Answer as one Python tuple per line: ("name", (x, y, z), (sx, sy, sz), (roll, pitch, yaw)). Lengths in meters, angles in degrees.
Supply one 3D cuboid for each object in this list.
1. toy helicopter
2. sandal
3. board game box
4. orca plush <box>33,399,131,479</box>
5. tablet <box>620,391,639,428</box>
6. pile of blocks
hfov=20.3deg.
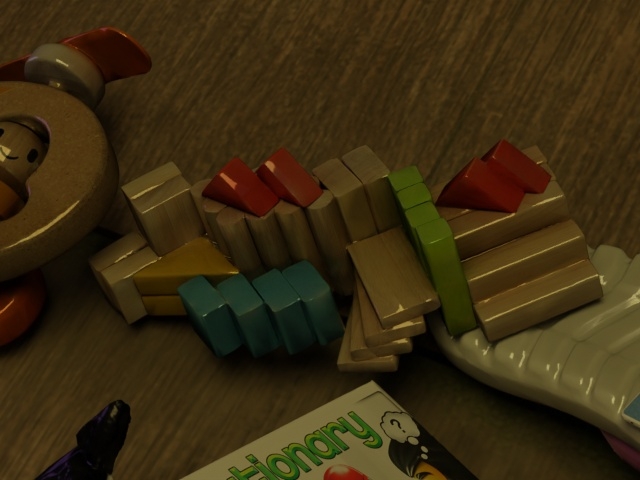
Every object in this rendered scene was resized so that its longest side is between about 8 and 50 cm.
("toy helicopter", (-0.268, -0.099, 1.334), (0.235, 0.140, 0.355), (-41, 48, -11))
("sandal", (0.250, 0.107, 1.146), (0.169, 0.102, 0.416), (-39, 46, -23))
("board game box", (0.008, 0.199, 1.022), (0.193, 0.053, 0.305), (42, 31, 18))
("orca plush", (-0.095, 0.210, 1.020), (0.151, 0.102, 0.287), (-15, 56, -2))
("tablet", (0.227, 0.091, 1.087), (0.054, 0.006, 0.083), (26, 56, 38))
("pile of blocks", (0.000, 0.000, 1.195), (0.362, 0.112, 0.149), (-6, 40, 16))
